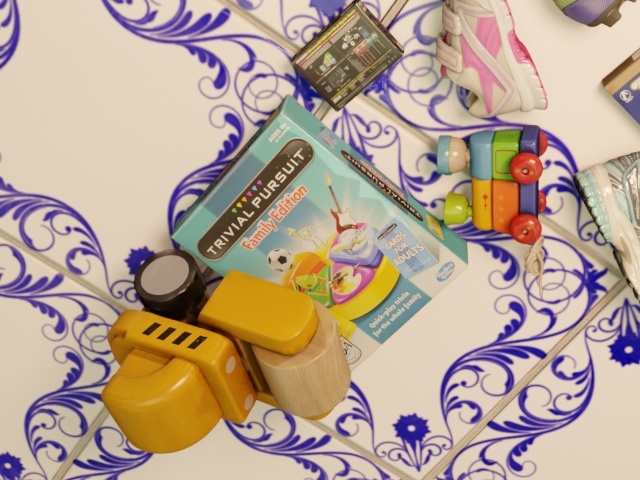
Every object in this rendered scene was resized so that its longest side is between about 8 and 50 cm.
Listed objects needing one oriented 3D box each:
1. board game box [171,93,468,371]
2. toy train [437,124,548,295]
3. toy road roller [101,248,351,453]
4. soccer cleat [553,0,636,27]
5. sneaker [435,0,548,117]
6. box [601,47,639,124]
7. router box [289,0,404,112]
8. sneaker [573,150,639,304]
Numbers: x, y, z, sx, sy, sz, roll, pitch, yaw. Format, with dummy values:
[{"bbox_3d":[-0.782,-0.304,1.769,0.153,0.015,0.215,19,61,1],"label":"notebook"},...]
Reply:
[{"bbox_3d":[0.000,0.000,1.378,0.336,0.079,0.254,38,115,-13],"label":"board game box"},{"bbox_3d":[0.233,-0.033,1.328,0.143,0.105,0.248,3,118,17],"label":"toy train"},{"bbox_3d":[-0.146,0.183,1.338,0.329,0.241,0.203,14,145,25],"label":"toy road roller"},{"bbox_3d":[0.371,-0.385,1.129,0.121,0.093,0.289,33,116,-3],"label":"soccer cleat"},{"bbox_3d":[0.190,-0.253,1.211,0.111,0.103,0.252,-23,112,16],"label":"sneaker"},{"bbox_3d":[0.491,-0.171,1.258,0.225,0.036,0.136,41,114,-16],"label":"box"},{"bbox_3d":[0.035,-0.241,1.271,0.122,0.038,0.092,-38,108,22],"label":"router box"},{"bbox_3d":[0.457,0.006,1.314,0.122,0.110,0.283,-28,111,16],"label":"sneaker"}]
